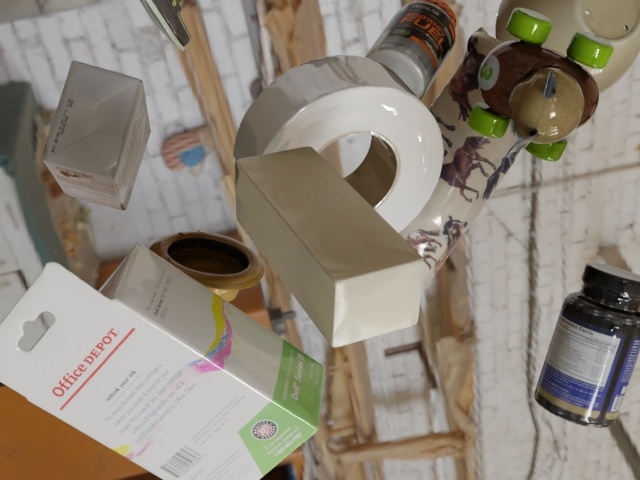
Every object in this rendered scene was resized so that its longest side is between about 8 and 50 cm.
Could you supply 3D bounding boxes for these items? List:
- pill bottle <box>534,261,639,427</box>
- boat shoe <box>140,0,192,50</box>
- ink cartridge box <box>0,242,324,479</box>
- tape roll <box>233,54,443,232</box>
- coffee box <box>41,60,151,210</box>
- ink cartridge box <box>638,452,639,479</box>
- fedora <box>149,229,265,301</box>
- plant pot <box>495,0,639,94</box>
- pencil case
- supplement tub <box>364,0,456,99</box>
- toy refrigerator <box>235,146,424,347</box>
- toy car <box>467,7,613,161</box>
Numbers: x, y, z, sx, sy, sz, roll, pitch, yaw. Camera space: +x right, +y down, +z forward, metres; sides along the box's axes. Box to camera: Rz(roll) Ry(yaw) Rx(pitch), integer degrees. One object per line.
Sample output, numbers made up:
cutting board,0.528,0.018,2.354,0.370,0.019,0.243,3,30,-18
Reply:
pill bottle,0.398,0.149,1.286,0.123,0.123,0.219,-112,-143,-77
boat shoe,-0.272,-0.416,1.497,0.081,0.069,0.227,44,-7,40
ink cartridge box,-0.195,0.148,1.051,0.353,0.207,0.119,36,30,-17
tape roll,0.025,-0.111,1.252,0.100,0.286,0.286,-121,-165,-47
coffee box,-0.367,-0.164,1.492,0.297,0.119,0.168,142,-37,-79
ink cartridge box,0.429,0.264,0.746,0.289,0.211,0.121,43,44,-32
fedora,-0.194,0.055,1.486,0.194,0.195,0.079,-106,-154,-59
plant pot,0.498,-0.413,1.676,0.191,0.284,0.284,168,-91,-79
pencil case,0.202,-0.131,1.423,0.183,0.410,0.160,39,11,31
supplement tub,0.154,-0.319,1.483,0.117,0.117,0.190,80,31,-44
toy refrigerator,0.000,0.000,0.989,0.269,0.102,0.094,48,-36,49
toy car,0.244,-0.164,1.027,0.188,0.149,0.155,-49,161,-61
